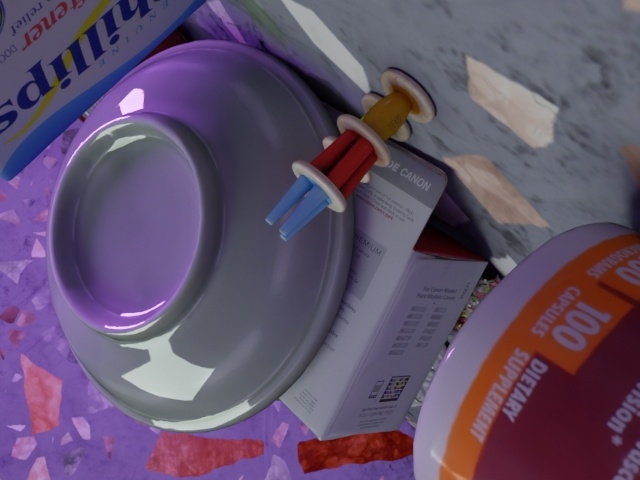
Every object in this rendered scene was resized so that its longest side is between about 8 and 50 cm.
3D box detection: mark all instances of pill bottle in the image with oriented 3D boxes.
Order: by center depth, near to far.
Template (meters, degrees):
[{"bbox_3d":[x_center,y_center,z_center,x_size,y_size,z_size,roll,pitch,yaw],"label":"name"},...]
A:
[{"bbox_3d":[0.253,0.167,0.385,0.392,0.224,0.224,34,167,41],"label":"pill bottle"}]

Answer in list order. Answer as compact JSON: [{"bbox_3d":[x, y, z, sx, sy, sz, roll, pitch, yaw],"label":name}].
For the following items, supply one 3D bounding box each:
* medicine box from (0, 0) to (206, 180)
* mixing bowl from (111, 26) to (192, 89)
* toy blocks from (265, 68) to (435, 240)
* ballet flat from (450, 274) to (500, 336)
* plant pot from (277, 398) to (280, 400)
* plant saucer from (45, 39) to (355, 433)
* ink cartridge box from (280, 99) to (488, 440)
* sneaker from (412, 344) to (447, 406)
[{"bbox_3d":[-0.249,-0.226,0.617,0.149,0.263,0.289,42,170,13],"label":"medicine box"},{"bbox_3d":[-0.217,-0.228,0.973,0.181,0.098,0.181,41,169,10],"label":"mixing bowl"},{"bbox_3d":[0.013,-0.057,0.624,0.054,0.148,0.123,44,170,-3],"label":"toy blocks"},{"bbox_3d":[0.130,0.051,0.873,0.241,0.091,0.077,16,120,60],"label":"ballet flat"},{"bbox_3d":[-0.127,0.114,1.170,0.294,0.274,0.275,21,162,22],"label":"plant pot"},{"bbox_3d":[-0.159,-0.012,0.777,0.400,0.400,0.100,38,-166,30],"label":"plant saucer"},{"bbox_3d":[0.000,0.000,0.822,0.130,0.271,0.309,8,-157,-48],"label":"ink cartridge box"},{"bbox_3d":[0.156,0.206,1.258,0.232,0.115,0.090,45,170,-10],"label":"sneaker"}]
